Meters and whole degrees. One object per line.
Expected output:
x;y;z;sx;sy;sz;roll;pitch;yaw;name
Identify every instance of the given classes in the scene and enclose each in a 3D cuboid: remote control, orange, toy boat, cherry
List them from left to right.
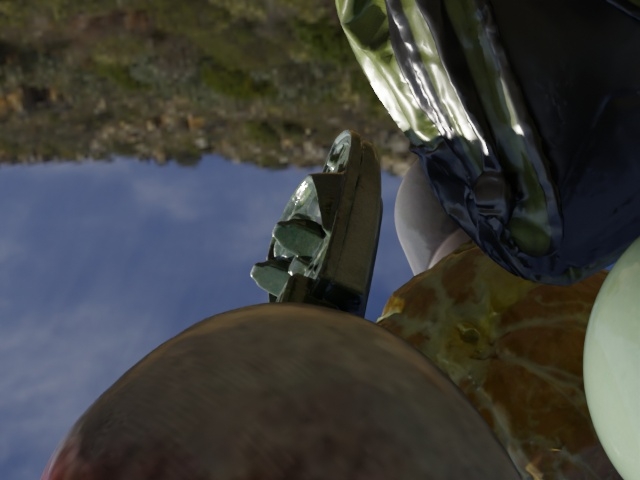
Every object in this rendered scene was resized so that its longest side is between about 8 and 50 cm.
-0.012;0.193;0.876;0.335;0.291;0.326;10;-151;7;cherry
0.000;0.000;1.172;0.092;0.141;0.319;24;-144;-7;toy boat
0.237;0.014;1.921;0.221;0.332;0.103;-24;-178;5;remote control
0.190;0.159;1.374;0.329;0.249;0.329;-19;-126;28;orange

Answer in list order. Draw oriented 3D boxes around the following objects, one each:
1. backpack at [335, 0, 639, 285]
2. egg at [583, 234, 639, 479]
0.127;-0.109;0.758;0.207;0.253;0.140;-38;-167;6;backpack
0.184;0.054;0.566;0.149;0.192;0.149;-8;-111;23;egg
